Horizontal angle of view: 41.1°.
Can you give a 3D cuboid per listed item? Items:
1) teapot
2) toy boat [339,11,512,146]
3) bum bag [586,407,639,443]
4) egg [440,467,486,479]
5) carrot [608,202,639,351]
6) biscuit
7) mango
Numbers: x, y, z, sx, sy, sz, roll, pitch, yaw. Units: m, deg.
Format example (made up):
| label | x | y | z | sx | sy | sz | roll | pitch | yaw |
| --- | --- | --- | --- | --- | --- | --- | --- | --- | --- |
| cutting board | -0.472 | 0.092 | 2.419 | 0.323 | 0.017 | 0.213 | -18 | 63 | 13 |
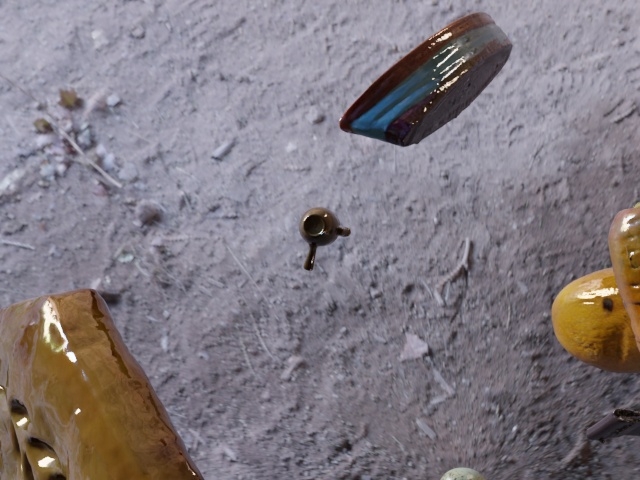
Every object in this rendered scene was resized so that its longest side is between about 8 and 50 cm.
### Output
| label | x | y | z | sx | sy | sz | roll | pitch | yaw |
| --- | --- | --- | --- | --- | --- | --- | --- | --- | --- |
| teapot | 0.000 | 0.000 | 1.435 | 0.085 | 0.080 | 0.110 | 17 | 92 | 12 |
| toy boat | 0.154 | -0.206 | 1.123 | 0.079 | 0.136 | 0.392 | 27 | 39 | 19 |
| bum bag | 0.512 | 0.294 | 1.341 | 0.159 | 0.109 | 0.026 | 4 | 59 | -6 |
| egg | 0.289 | 0.500 | 1.720 | 0.110 | 0.085 | 0.085 | -9 | 68 | -33 |
| carrot | 0.199 | 0.071 | 0.466 | 0.047 | 0.047 | 0.191 | -14 | 90 | 5 |
| biscuit | -0.147 | 0.199 | 0.459 | 0.359 | 0.046 | 0.359 | 5 | 96 | 51 |
| mango | 0.419 | 0.101 | 1.084 | 0.262 | 0.157 | 0.109 | -2 | 35 | 40 |
